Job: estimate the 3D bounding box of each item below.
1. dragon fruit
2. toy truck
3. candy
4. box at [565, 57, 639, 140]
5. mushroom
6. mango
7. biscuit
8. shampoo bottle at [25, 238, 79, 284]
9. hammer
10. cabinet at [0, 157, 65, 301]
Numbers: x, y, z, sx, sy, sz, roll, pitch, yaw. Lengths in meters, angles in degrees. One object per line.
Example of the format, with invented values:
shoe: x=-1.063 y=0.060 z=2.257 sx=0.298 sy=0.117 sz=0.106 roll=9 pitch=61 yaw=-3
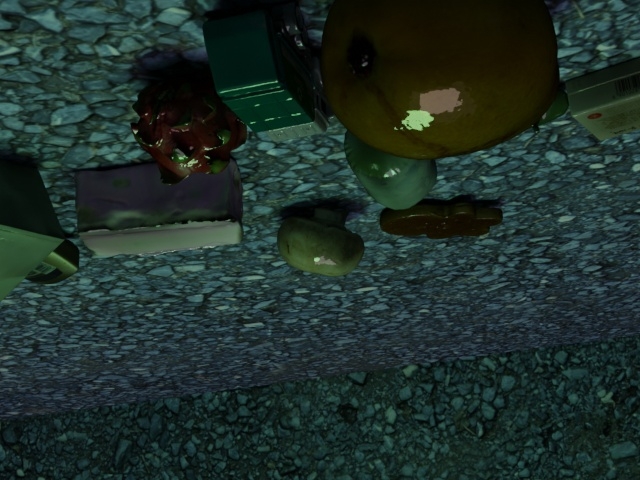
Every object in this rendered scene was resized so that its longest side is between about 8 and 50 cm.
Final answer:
dragon fruit: x=-0.167 y=-0.148 z=1.449 sx=0.137 sy=0.135 sz=0.236 roll=-16 pitch=179 yaw=11
toy truck: x=-0.060 y=-0.203 z=1.310 sx=0.114 sy=0.124 sz=0.253 roll=-8 pitch=161 yaw=15
candy: x=-0.258 y=-0.049 z=1.746 sx=0.265 sy=0.115 sz=0.155 roll=-7 pitch=164 yaw=1
box: x=0.474 y=-0.214 z=1.558 sx=0.201 sy=0.058 sz=0.141 roll=-17 pitch=160 yaw=30
mushroom: x=0.000 y=0.000 z=1.994 sx=0.166 sy=0.127 sz=0.166 roll=14 pitch=176 yaw=1
mango: x=0.149 y=-0.199 z=1.232 sx=0.264 sy=0.221 sz=0.378 roll=-19 pitch=168 yaw=28
biscuit: x=0.229 y=-0.041 z=2.075 sx=0.236 sy=0.039 sz=0.180 roll=0 pitch=164 yaw=-16
shampoo bottle: x=-0.556 y=-0.001 z=1.859 sx=0.126 sy=0.084 sz=0.350 roll=-15 pitch=161 yaw=19
hammer: x=0.210 y=-0.152 z=1.609 sx=0.336 sy=0.118 sz=0.206 roll=-17 pitch=163 yaw=12
cabinet: x=-0.524 y=-0.008 z=1.623 sx=0.206 sy=0.145 sz=0.150 roll=-40 pitch=150 yaw=22
